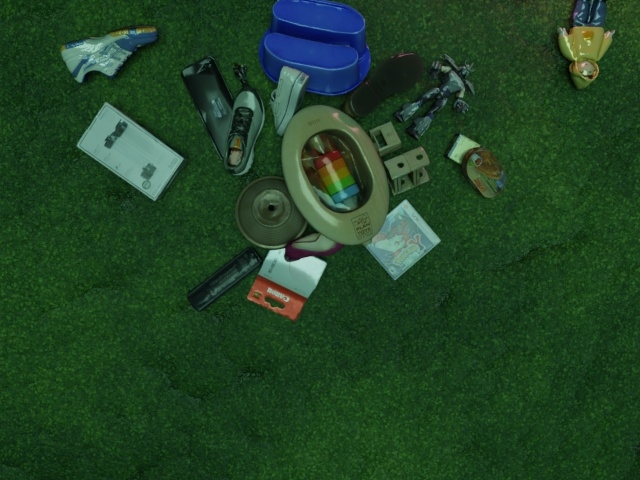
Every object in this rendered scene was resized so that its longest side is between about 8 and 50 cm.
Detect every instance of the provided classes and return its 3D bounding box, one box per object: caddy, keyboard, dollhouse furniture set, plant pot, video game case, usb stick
[{"bbox_3d":[-0.017,-0.568,1.692,0.341,0.179,0.242,12,77,2],"label":"caddy"},{"bbox_3d":[-0.287,-0.428,1.778,0.201,0.033,0.317,-23,99,7],"label":"keyboard"},{"bbox_3d":[0.251,-0.266,1.784,0.128,0.129,0.184,-22,68,1],"label":"dollhouse furniture set"},{"bbox_3d":[-0.151,-0.092,1.761,0.237,0.110,0.238,0,83,-2],"label":"plant pot"},{"bbox_3d":[0.259,-0.003,1.853,0.201,0.023,0.183,-41,97,5],"label":"video game case"},{"bbox_3d":[-0.312,0.127,1.847,0.278,0.045,0.077,-38,82,4],"label":"usb stick"}]

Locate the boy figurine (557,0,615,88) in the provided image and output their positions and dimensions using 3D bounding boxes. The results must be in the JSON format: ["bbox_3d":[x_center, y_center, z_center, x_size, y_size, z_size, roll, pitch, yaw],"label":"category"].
[{"bbox_3d":[0.811,-0.615,1.745,0.177,0.092,0.285,7,95,-5],"label":"boy figurine"}]

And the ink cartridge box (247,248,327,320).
[{"bbox_3d":[-0.111,0.130,1.849,0.189,0.066,0.232,26,93,-5],"label":"ink cartridge box"}]

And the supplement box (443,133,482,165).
[{"bbox_3d":[0.451,-0.282,1.800,0.083,0.056,0.083,28,97,-5],"label":"supplement box"}]

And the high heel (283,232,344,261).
[{"bbox_3d":[0.000,0.000,1.774,0.244,0.117,0.082,-15,75,-18],"label":"high heel"}]

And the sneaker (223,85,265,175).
[{"bbox_3d":[-0.234,-0.330,1.724,0.100,0.108,0.272,12,99,3],"label":"sneaker"}]

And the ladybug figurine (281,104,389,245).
[{"bbox_3d":[0.039,-0.187,1.734,0.305,0.162,0.450,-24,93,-14],"label":"ladybug figurine"}]

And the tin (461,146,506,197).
[{"bbox_3d":[0.514,-0.213,1.787,0.106,0.040,0.189,-50,122,-4],"label":"tin"}]

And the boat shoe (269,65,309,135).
[{"bbox_3d":[-0.108,-0.411,1.683,0.088,0.267,0.096,30,66,-1],"label":"boat shoe"}]

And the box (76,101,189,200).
[{"bbox_3d":[-0.579,-0.275,1.764,0.289,0.087,0.169,35,96,-6],"label":"box"}]

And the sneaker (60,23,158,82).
[{"bbox_3d":[-0.625,-0.568,1.727,0.296,0.112,0.131,-14,116,2],"label":"sneaker"}]

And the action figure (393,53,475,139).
[{"bbox_3d":[0.367,-0.444,1.752,0.285,0.099,0.185,-43,102,7],"label":"action figure"}]

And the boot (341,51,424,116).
[{"bbox_3d":[0.186,-0.481,1.748,0.305,0.115,0.112,-37,105,-16],"label":"boot"}]
